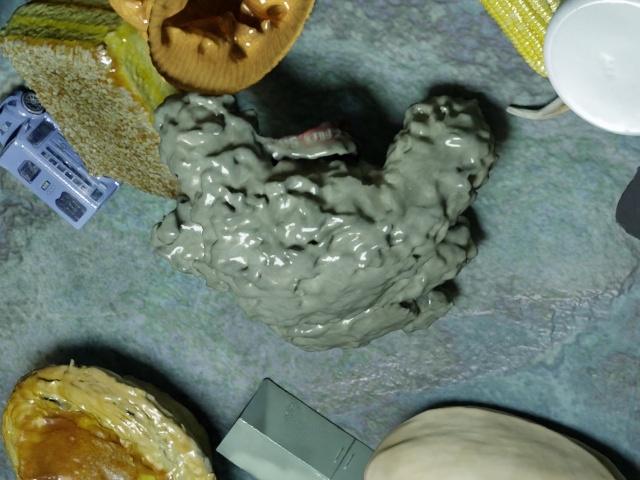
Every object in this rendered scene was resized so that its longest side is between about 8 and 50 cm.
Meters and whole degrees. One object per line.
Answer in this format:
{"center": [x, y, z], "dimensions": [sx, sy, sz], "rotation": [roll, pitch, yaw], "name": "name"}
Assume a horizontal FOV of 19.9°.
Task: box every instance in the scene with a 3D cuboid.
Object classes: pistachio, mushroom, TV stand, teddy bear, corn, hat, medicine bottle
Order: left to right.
{"center": [-0.165, -0.277, 1.798], "dimensions": [0.233, 0.244, 0.233], "rotation": [28, 153, 30], "name": "hat"}
{"center": [0.000, 0.000, 1.939], "dimensions": [0.357, 0.224, 0.367], "rotation": [1, 158, 0], "name": "teddy bear"}
{"center": [0.011, 0.290, 2.254], "dimensions": [0.269, 0.083, 0.088], "rotation": [35, 138, -2], "name": "TV stand"}
{"center": [0.203, 0.298, 2.083], "dimensions": [0.318, 0.214, 0.193], "rotation": [3, 172, 17], "name": "pistachio"}
{"center": [0.193, -0.230, 1.722], "dimensions": [0.165, 0.063, 0.085], "rotation": [49, 158, -11], "name": "corn"}
{"center": [0.318, -0.132, 1.754], "dimensions": [0.306, 0.043, 0.068], "rotation": [10, 111, 26], "name": "mushroom"}
{"center": [0.293, -0.211, 1.539], "dimensions": [0.143, 0.258, 0.143], "rotation": [17, 133, 19], "name": "medicine bottle"}

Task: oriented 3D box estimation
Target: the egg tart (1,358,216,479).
{"center": [-0.250, 0.285, 2.355], "dimensions": [0.352, 0.150, 0.352], "rotation": [18, 130, 23], "name": "egg tart"}

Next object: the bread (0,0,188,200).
{"center": [-0.211, -0.160, 1.957], "dimensions": [0.184, 0.110, 0.234], "rotation": [13, 147, 38], "name": "bread"}

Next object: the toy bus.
{"center": [-0.316, -0.095, 2.121], "dimensions": [0.167, 0.076, 0.073], "rotation": [40, 135, -7], "name": "toy bus"}

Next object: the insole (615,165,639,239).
{"center": [0.364, -0.080, 1.742], "dimensions": [0.110, 0.012, 0.309], "rotation": [28, 147, 4], "name": "insole"}
